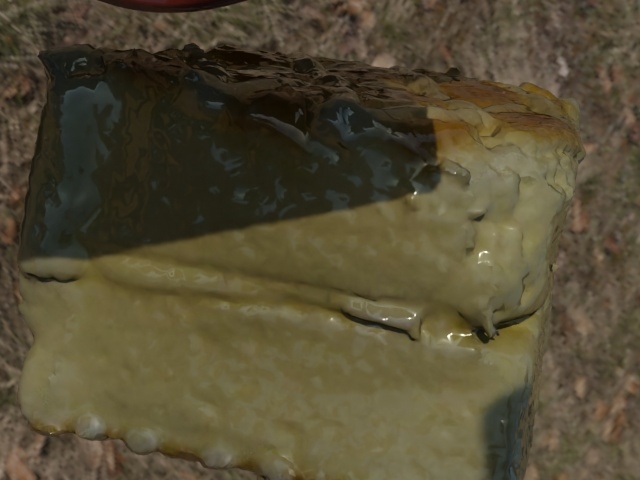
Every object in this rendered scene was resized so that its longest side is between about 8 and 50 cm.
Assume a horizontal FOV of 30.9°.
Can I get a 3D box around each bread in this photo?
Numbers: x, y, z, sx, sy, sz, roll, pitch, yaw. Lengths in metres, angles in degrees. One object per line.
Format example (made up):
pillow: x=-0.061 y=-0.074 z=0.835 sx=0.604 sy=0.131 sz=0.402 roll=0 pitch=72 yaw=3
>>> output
bread: x=0.000 y=0.000 z=0.886 sx=0.390 sy=0.371 sz=0.279 roll=-39 pitch=139 yaw=-71

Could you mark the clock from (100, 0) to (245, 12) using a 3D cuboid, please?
clock: x=-0.146 y=-0.352 z=1.193 sx=0.318 sy=0.318 sz=0.080 roll=-35 pitch=155 yaw=-21
